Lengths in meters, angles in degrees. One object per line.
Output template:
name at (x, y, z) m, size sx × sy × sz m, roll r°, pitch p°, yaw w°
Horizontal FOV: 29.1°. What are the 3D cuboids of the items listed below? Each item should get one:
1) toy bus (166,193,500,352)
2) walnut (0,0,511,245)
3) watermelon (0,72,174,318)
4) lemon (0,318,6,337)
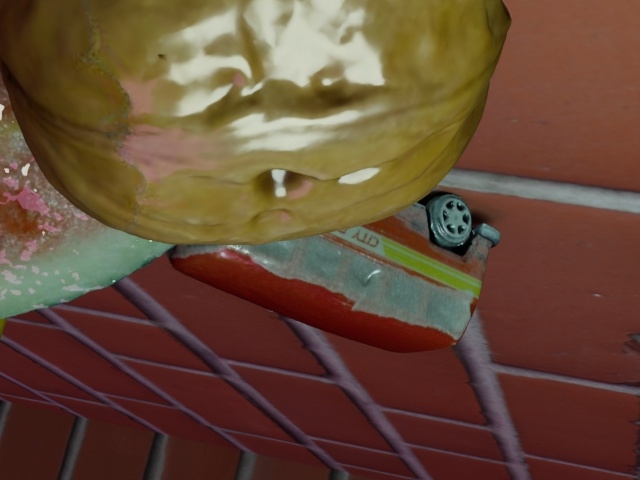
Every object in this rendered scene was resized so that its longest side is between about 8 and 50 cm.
toy bus at (0.000, 0.000, 0.927) m, size 0.265 × 0.120 × 0.121 m, roll 23°, pitch 159°, yaw -30°
walnut at (-0.027, -0.093, 0.526) m, size 0.221 × 0.195 × 0.195 m, roll -1°, pitch 165°, yaw -10°
watermelon at (-0.192, -0.072, 0.647) m, size 0.283 × 0.250 × 0.292 m, roll 5°, pitch 164°, yaw 11°
lemon at (-0.418, 0.024, 0.991) m, size 0.348 × 0.348 × 0.348 m, roll 13°, pitch 163°, yaw 4°
